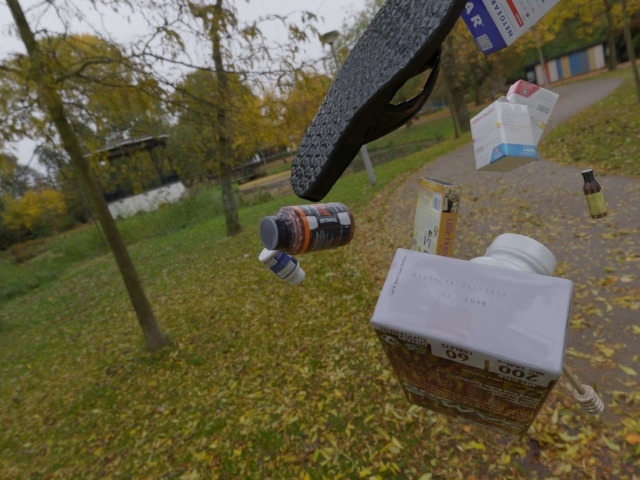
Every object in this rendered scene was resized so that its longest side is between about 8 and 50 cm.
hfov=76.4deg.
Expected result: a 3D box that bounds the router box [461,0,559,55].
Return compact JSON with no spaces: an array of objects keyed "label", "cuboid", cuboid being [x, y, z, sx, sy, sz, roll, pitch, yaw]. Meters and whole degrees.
[{"label":"router box","cuboid":[0.390,-0.629,0.847,0.301,0.335,0.082,-41,18,-4]}]

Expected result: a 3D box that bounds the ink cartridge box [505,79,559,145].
[{"label":"ink cartridge box","cuboid":[0.541,-0.315,1.109,0.115,0.198,0.067,22,6,0]}]

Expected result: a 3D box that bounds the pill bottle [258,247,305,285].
[{"label":"pill bottle","cuboid":[-0.098,0.064,1.066,0.067,0.120,0.067,-37,23,19]}]

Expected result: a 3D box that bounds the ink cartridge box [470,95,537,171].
[{"label":"ink cartridge box","cuboid":[0.404,-0.236,0.906,0.090,0.143,0.092,0,-11,-19]}]

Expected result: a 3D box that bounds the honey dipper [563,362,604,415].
[{"label":"honey dipper","cuboid":[0.358,0.192,0.583,0.030,0.160,0.030,-36,19,15]}]

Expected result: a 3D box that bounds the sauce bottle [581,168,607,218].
[{"label":"sauce bottle","cuboid":[0.710,-0.121,1.058,0.042,0.128,0.042,-20,10,4]}]

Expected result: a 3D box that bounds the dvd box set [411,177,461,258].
[{"label":"dvd box set","cuboid":[0.398,-0.004,1.462,0.062,0.419,0.307,3,13,-3]}]

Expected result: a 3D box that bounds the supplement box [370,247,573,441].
[{"label":"supplement box","cuboid":[0.137,0.110,0.381,0.130,0.239,0.073,11,61,27]}]

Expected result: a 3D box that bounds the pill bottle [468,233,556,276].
[{"label":"pill bottle","cuboid":[0.330,0.144,0.804,0.318,0.176,0.176,-51,26,-18]}]

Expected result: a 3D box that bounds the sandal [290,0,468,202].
[{"label":"sandal","cuboid":[0.090,-0.237,0.686,0.107,0.167,0.445,11,-40,-29]}]

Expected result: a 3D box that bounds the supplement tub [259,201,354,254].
[{"label":"supplement tub","cuboid":[-0.028,-0.025,0.870,0.198,0.105,0.106,-9,6,-39]}]
